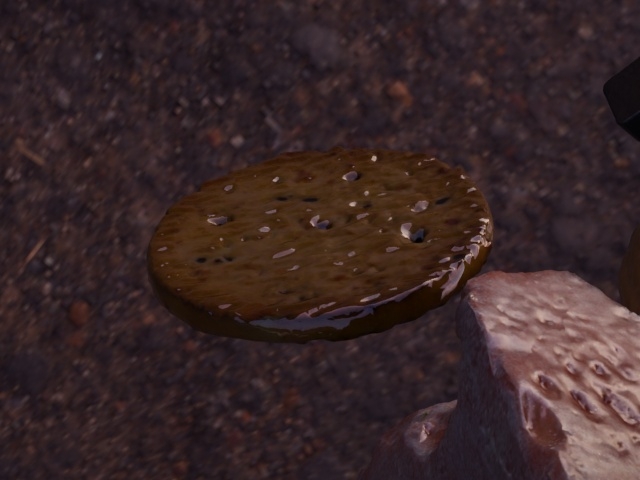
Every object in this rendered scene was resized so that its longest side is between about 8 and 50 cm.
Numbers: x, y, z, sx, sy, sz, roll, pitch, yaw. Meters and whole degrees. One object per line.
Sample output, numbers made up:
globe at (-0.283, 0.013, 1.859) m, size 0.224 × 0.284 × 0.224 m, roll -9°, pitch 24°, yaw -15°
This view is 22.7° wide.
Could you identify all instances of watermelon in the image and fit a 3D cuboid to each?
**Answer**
watermelon at (0.101, 0.133, 0.766) m, size 0.148 × 0.318 × 0.226 m, roll -1°, pitch 77°, yaw -23°

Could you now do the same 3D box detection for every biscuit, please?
biscuit at (0.000, 0.001, 0.852) m, size 0.187 × 0.188 × 0.027 m, roll -26°, pitch 123°, yaw -29°

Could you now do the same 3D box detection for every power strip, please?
power strip at (0.208, -0.100, 0.885) m, size 0.029 × 0.111 × 0.038 m, roll 30°, pitch 32°, yaw -39°

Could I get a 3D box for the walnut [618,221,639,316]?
walnut at (0.251, 0.019, 0.905) m, size 0.155 × 0.155 × 0.184 m, roll 47°, pitch 52°, yaw -3°
